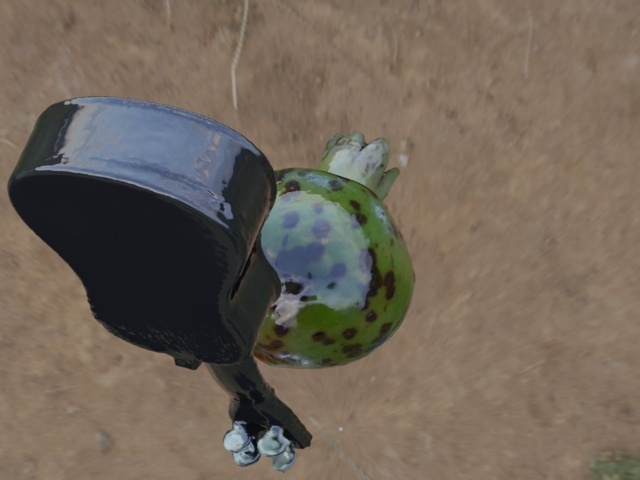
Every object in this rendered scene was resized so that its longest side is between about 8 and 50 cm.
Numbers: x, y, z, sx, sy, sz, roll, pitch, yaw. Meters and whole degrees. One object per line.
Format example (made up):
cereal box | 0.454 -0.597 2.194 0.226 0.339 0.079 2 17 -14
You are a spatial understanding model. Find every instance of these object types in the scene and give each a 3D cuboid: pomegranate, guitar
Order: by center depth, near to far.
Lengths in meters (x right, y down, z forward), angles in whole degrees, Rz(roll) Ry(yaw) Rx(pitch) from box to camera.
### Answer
guitar | -0.043 0.037 0.592 0.084 0.271 0.038 12 62 16
pomegranate | 0.013 0.011 1.716 0.306 0.242 0.242 -35 83 -30
